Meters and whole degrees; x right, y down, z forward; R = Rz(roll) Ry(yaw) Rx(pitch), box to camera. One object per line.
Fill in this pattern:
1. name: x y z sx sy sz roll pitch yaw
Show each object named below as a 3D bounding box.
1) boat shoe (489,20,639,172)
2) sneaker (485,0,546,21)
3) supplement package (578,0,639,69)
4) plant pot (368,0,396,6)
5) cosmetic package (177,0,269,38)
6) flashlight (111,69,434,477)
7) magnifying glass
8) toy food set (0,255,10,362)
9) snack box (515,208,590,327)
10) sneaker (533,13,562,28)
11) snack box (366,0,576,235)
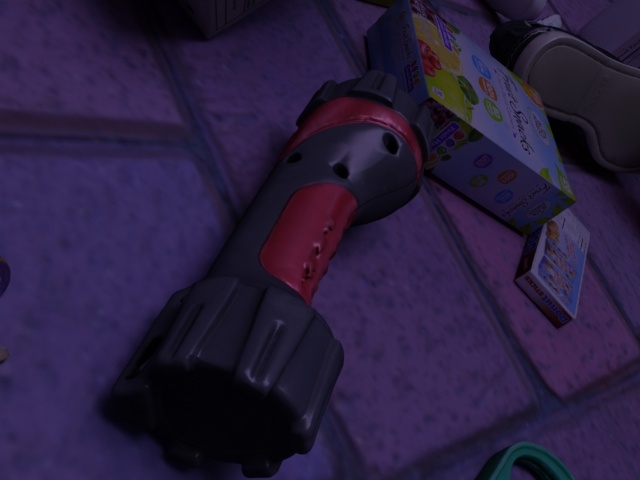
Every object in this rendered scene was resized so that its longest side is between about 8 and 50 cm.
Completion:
1. boat shoe: 0.329 -0.185 0.982 0.340 0.127 0.113 12 27 -38
2. sneaker: 0.223 -0.395 1.096 0.115 0.090 0.232 -12 58 -45
3. supplement package: 0.596 -0.311 1.371 0.244 0.134 0.139 33 39 -23
4. plant pot: 0.048 -0.404 0.792 0.228 0.207 0.227 -7 64 -49
5. cosmetic package: 0.003 -0.295 0.553 0.296 0.153 0.129 -35 86 -12
6. flashlight: 0.000 0.000 0.462 0.103 0.103 0.304 43 34 -15
7. magnifying glass: 0.104 0.176 0.481 0.230 0.026 0.092 8 53 -43
8. toy food set: -0.177 -0.001 0.336 0.077 0.019 0.122 -5 62 -50
9. snack box: 0.237 0.014 0.777 0.064 0.022 0.178 47 35 -6
10. sneaker: 0.326 -0.295 1.141 0.152 0.053 0.061 -36 102 -52
11. snack box: 0.146 -0.125 0.763 0.207 0.070 0.175 28 40 -31
